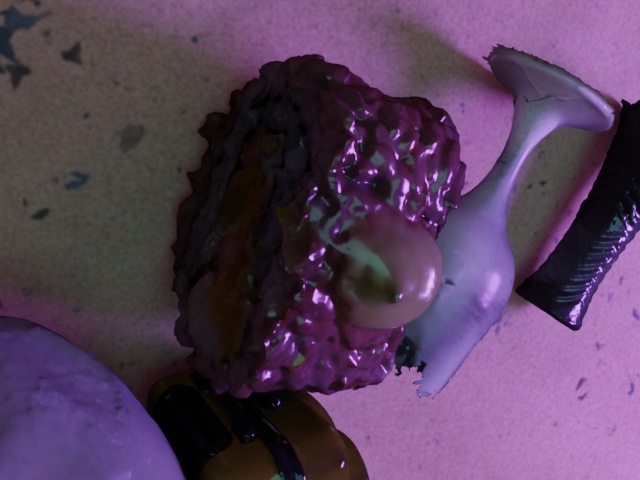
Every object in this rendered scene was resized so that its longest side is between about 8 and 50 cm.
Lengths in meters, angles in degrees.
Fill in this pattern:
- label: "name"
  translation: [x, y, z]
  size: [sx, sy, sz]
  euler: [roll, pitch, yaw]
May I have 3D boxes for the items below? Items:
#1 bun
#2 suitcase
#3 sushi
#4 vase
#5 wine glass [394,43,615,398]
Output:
- label: "bun"
  translation: [-0.263, 0.219, 0.530]
  size: [0.354, 0.194, 0.354]
  euler: [1, 102, 6]
- label: "suitcase"
  translation: [-0.057, 0.228, 0.662]
  size: [0.143, 0.194, 0.235]
  euler: [-11, 112, -28]
- label: "sushi"
  translation: [0.000, 0.000, 0.610]
  size: [0.171, 0.236, 0.270]
  euler: [17, 93, -34]
- label: "vase"
  translation: [0.303, -0.022, 0.799]
  size: [0.115, 0.115, 0.237]
  euler: [30, 94, -26]
- label: "wine glass"
  translation: [0.137, -0.015, 0.713]
  size: [0.143, 0.143, 0.321]
  euler: [28, 95, -26]
